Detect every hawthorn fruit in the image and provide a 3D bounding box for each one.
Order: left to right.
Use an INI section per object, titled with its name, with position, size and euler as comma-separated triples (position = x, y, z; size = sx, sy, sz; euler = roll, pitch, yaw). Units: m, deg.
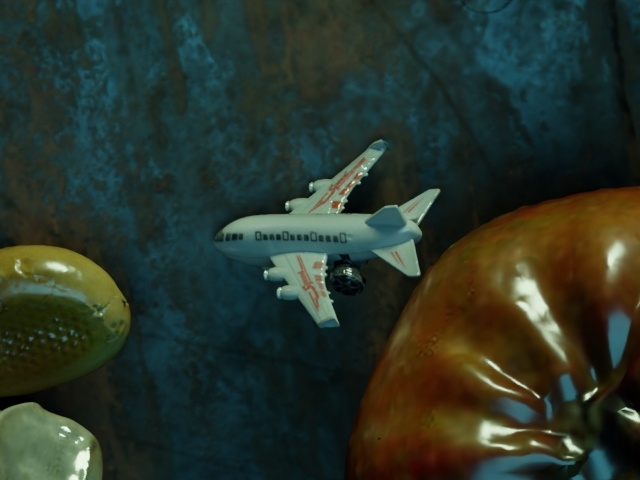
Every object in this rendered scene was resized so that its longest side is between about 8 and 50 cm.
[hawthorn fruit]
position = 0.236, 0.169, 0.879
size = 0.403, 0.403, 0.402
euler = -1, 107, -5

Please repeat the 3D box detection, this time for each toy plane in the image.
[toy plane]
position = 0.000, 0.000, 0.937
size = 0.171, 0.162, 0.065
euler = -9, 138, 32

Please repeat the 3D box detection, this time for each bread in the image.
[bread]
position = -0.230, 0.059, 0.945
size = 0.189, 0.077, 0.114
euler = -11, 126, 5

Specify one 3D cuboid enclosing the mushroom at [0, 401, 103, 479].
[mushroom]
position = -0.236, 0.203, 0.870
size = 0.244, 0.243, 0.243
euler = -1, 107, -5
